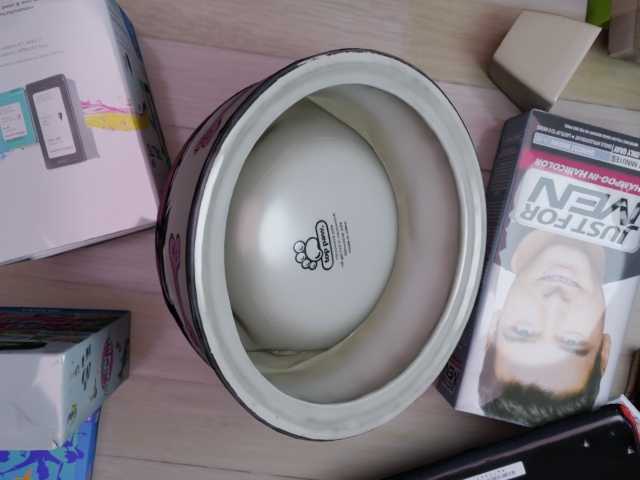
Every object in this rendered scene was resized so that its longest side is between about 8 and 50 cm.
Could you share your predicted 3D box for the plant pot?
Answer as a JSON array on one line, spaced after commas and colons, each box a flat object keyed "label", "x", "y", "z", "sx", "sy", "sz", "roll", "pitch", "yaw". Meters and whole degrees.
[{"label": "plant pot", "x": 0.274, "y": -0.228, "z": 0.941, "sx": 0.096, "sy": 0.109, "sz": 0.109, "roll": 32, "pitch": 90, "yaw": 9}]

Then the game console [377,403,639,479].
[{"label": "game console", "x": 0.241, "y": 0.403, "z": 0.928, "sx": 0.386, "sy": 0.060, "sz": 0.342, "roll": -21, "pitch": 102, "yaw": 6}]

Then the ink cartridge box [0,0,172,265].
[{"label": "ink cartridge box", "x": -0.295, "y": -0.125, "z": 0.865, "sx": 0.197, "sy": 0.198, "sz": 0.270, "roll": -15, "pitch": 93, "yaw": -3}]

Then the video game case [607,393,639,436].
[{"label": "video game case", "x": 0.399, "y": 0.258, "z": 0.972, "sx": 0.122, "sy": 0.087, "sz": 0.011, "roll": 47, "pitch": 49, "yaw": -3}]

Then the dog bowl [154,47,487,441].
[{"label": "dog bowl", "x": 0.000, "y": 0.000, "z": 0.825, "sx": 0.408, "sy": 0.150, "sz": 0.408, "roll": -7, "pitch": 101, "yaw": -39}]

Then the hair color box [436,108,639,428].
[{"label": "hair color box", "x": 0.290, "y": 0.043, "z": 0.941, "sx": 0.185, "sy": 0.113, "sz": 0.375, "roll": 14, "pitch": 92, "yaw": -4}]

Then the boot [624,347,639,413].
[{"label": "boot", "x": 0.487, "y": 0.249, "z": 0.975, "sx": 0.165, "sy": 0.077, "sz": 0.213, "roll": 4, "pitch": 86, "yaw": -3}]

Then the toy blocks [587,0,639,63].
[{"label": "toy blocks", "x": 0.534, "y": -0.265, "z": 0.846, "sx": 0.260, "sy": 0.381, "sz": 0.191, "roll": 6, "pitch": 89, "yaw": -19}]

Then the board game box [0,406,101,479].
[{"label": "board game box", "x": -0.376, "y": 0.309, "z": 0.948, "sx": 0.160, "sy": 0.047, "sz": 0.210, "roll": 7, "pitch": 92, "yaw": -3}]

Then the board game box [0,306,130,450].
[{"label": "board game box", "x": -0.350, "y": 0.139, "z": 0.816, "sx": 0.224, "sy": 0.303, "sz": 0.098, "roll": 2, "pitch": 91, "yaw": -3}]
